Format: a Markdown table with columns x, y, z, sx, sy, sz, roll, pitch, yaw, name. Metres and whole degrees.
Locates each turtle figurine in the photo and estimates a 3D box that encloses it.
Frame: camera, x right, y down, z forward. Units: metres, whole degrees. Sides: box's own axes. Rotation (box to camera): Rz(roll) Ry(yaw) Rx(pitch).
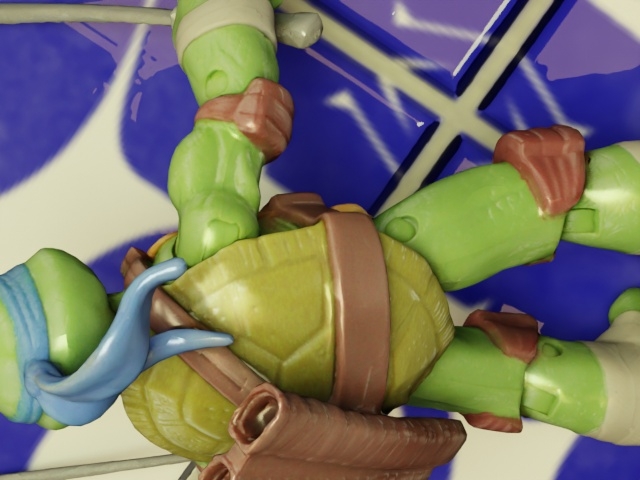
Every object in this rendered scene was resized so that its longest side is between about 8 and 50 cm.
| x | y | z | sx | sy | sz | roll | pitch | yaw | name |
| --- | --- | --- | --- | --- | --- | --- | --- | --- | --- |
| 0.000 | 0.000 | 0.540 | 0.266 | 0.275 | 0.197 | -1 | 85 | -17 | turtle figurine |
